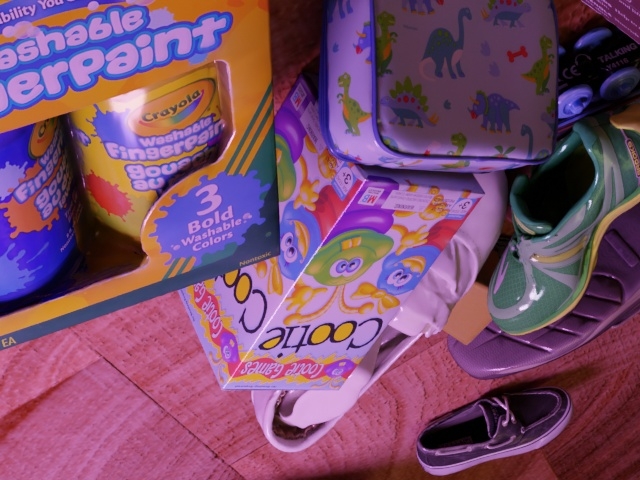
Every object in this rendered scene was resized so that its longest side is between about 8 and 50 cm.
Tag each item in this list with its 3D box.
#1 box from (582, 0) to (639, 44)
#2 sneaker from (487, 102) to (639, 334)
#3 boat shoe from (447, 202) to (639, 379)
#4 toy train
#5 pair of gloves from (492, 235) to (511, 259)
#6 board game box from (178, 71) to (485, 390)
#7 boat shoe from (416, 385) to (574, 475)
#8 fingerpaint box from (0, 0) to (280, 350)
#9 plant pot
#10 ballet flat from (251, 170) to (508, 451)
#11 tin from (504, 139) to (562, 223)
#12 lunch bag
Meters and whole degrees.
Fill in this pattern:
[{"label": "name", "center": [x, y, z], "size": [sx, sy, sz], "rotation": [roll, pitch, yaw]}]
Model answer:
[{"label": "box", "center": [0.282, -0.252, 1.054], "size": [0.168, 0.167, 0.203], "rotation": [-46, 158, -2]}, {"label": "sneaker", "center": [0.226, -0.024, 1.380], "size": [0.123, 0.109, 0.295], "rotation": [0, 137, -28]}, {"label": "boat shoe", "center": [0.312, 0.060, 1.603], "size": [0.355, 0.132, 0.130], "rotation": [-31, 149, -1]}, {"label": "toy train", "center": [0.274, -0.154, 1.361], "size": [0.184, 0.080, 0.105], "rotation": [-24, 151, -7]}, {"label": "pair of gloves", "center": [0.193, 0.027, 1.589], "size": [0.074, 0.010, 0.083], "rotation": [15, 126, -45]}, {"label": "board game box", "center": [0.000, 0.000, 1.306], "size": [0.142, 0.144, 0.275], "rotation": [4, 133, -37]}, {"label": "boat shoe", "center": [0.229, 0.241, 1.826], "size": [0.219, 0.078, 0.070], "rotation": [-22, 146, -6]}, {"label": "fingerpaint box", "center": [-0.260, -0.082, 1.007], "size": [0.444, 0.163, 0.371], "rotation": [-19, 144, -14]}, {"label": "plant pot", "center": [0.145, 0.048, 1.525], "size": [0.083, 0.081, 0.081], "rotation": [26, 121, -27]}, {"label": "ballet flat", "center": [0.062, 0.080, 1.440], "size": [0.139, 0.139, 0.400], "rotation": [11, 131, -42]}, {"label": "tin", "center": [0.277, -0.069, 1.490], "size": [0.189, 0.040, 0.106], "rotation": [-16, 142, -7]}, {"label": "lunch bag", "center": [0.103, -0.147, 1.177], "size": [0.219, 0.176, 0.090], "rotation": [0, 179, -37]}]
